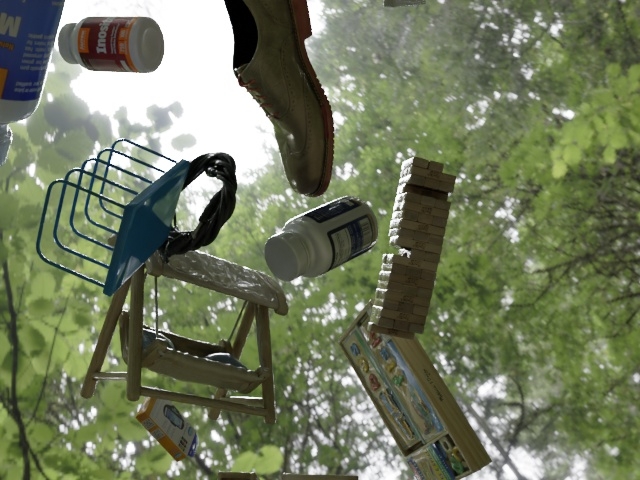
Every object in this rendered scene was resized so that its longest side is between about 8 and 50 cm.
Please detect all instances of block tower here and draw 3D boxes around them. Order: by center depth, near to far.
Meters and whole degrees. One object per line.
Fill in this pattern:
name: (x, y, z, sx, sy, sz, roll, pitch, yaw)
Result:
block tower: (0.174, 0.018, 1.527, 0.090, 0.097, 0.336, 13, -93, -7)

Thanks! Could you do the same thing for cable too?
cable: (-0.173, -0.061, 1.105, 0.150, 0.185, 0.047, -37, -52, 24)

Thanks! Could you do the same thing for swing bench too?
swing bench: (-0.194, 0.130, 1.219, 0.253, 0.165, 0.255, 20, -110, -39)

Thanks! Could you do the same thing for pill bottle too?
pill bottle: (-0.367, -0.220, 0.871, 0.152, 0.152, 0.272, 12, -71, -25)
pill bottle: (0.000, 0.000, 1.196, 0.169, 0.094, 0.094, -25, -54, -43)
pill bottle: (-0.324, -0.302, 1.245, 0.151, 0.086, 0.086, 6, -60, 21)

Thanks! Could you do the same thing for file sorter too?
file sorter: (-0.246, -0.036, 0.965, 0.104, 0.170, 0.118, 22, -64, 3)

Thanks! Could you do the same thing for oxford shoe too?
oxford shoe: (-0.074, -0.227, 1.221, 0.130, 0.123, 0.349, -18, -83, -36)

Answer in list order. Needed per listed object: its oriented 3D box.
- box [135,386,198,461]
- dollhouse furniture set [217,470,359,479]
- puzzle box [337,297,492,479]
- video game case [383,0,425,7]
box: (-0.280, 0.346, 1.498, 0.028, 0.081, 0.136, -30, -73, 17)
dollhouse furniture set: (-0.047, 0.589, 1.412, 0.286, 0.304, 0.198, -1, -38, 10)
puzzle box: (0.189, 0.339, 1.759, 0.052, 0.409, 0.272, -23, -18, -24)
video game case: (0.073, -0.253, 0.654, 0.011, 0.087, 0.122, 10, -70, 22)
